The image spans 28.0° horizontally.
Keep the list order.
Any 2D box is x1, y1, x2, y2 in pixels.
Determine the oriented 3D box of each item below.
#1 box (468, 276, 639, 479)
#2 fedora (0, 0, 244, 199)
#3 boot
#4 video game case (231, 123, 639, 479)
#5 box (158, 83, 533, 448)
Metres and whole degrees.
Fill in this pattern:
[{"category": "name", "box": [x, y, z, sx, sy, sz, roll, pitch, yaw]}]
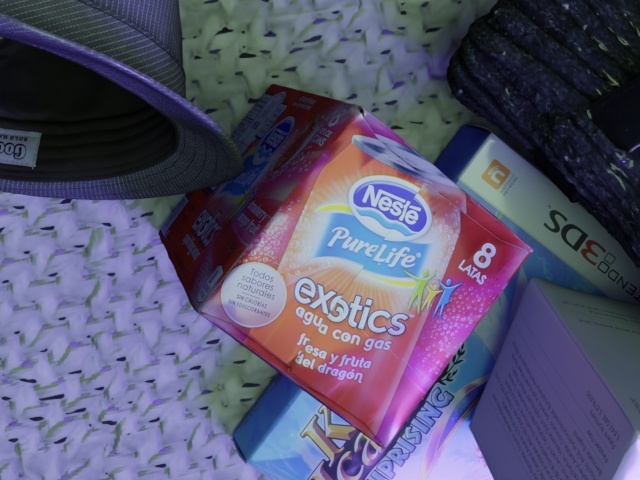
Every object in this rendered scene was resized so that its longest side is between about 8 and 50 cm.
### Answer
[{"category": "box", "box": [0.208, 0.128, 0.762, 0.181, 0.182, 0.119, 13, 112, -16]}, {"category": "fedora", "box": [-0.161, -0.116, 0.695, 0.243, 0.275, 0.124, 27, 67, -41]}, {"category": "boot", "box": [0.263, -0.070, 0.838, 0.260, 0.348, 0.131, 51, 124, 22]}, {"category": "video game case", "box": [0.117, 0.100, 0.874, 0.244, 0.061, 0.269, 36, 90, -15]}, {"category": "box", "box": [0.000, 0.000, 0.728, 0.122, 0.257, 0.128, 37, 90, -14]}]
